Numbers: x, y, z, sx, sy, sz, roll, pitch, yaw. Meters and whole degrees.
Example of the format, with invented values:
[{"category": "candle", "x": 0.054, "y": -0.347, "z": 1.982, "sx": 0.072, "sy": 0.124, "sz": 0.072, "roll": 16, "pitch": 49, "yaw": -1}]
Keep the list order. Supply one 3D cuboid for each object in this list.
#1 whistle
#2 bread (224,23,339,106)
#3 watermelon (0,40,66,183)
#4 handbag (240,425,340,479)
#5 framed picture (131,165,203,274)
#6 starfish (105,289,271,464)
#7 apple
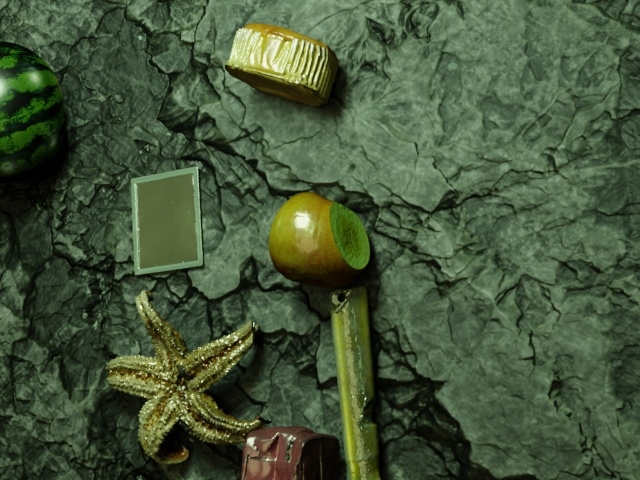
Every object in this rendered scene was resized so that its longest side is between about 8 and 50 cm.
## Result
[{"category": "whistle", "x": 0.056, "y": 0.236, "z": 1.829, "sx": 0.067, "sy": 0.057, "sz": 0.327, "roll": -10, "pitch": 76, "yaw": 21}, {"category": "bread", "x": -0.064, "y": -0.308, "z": 1.940, "sx": 0.190, "sy": 0.132, "sz": 0.114, "roll": 14, "pitch": 84, "yaw": 22}, {"category": "watermelon", "x": -0.600, "y": -0.238, "z": 2.097, "sx": 0.268, "sy": 0.269, "sz": 0.269, "roll": -4, "pitch": 79, "yaw": 22}, {"category": "handbag", "x": -0.047, "y": 0.408, "z": 1.795, "sx": 0.135, "sy": 0.146, "sz": 0.225, "roll": 0, "pitch": 81, "yaw": 29}, {"category": "framed picture", "x": -0.277, "y": -0.034, "z": 2.047, "sx": 0.141, "sy": 0.011, "sz": 0.183, "roll": -9, "pitch": 77, "yaw": 21}, {"category": "starfish", "x": -0.231, "y": 0.228, "z": 1.930, "sx": 0.303, "sy": 0.113, "sz": 0.312, "roll": -33, "pitch": 79, "yaw": 17}, {"category": "apple", "x": -0.003, "y": -0.002, "z": 1.852, "sx": 0.163, "sy": 0.146, "sz": 0.147, "roll": 6, "pitch": 78, "yaw": 26}]
